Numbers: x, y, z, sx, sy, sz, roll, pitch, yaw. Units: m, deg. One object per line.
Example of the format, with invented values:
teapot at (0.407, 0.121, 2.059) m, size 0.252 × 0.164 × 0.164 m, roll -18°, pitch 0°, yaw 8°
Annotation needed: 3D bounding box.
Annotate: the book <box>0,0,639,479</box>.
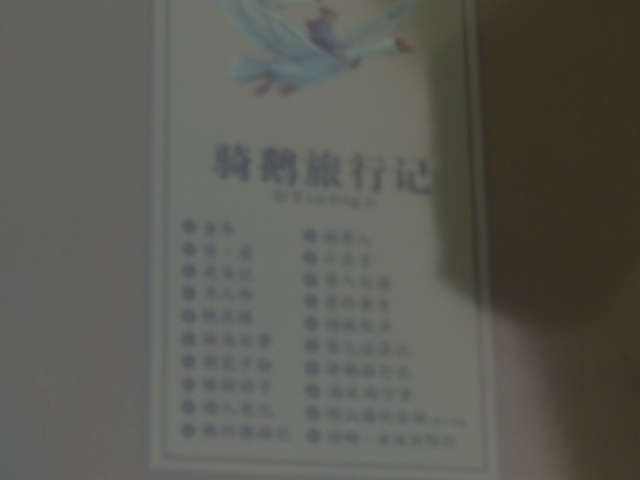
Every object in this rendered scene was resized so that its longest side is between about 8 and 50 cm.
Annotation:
book at (0.000, 0.000, 0.535) m, size 0.021 × 0.217 × 0.310 m, roll 130°, pitch 142°, yaw -65°
